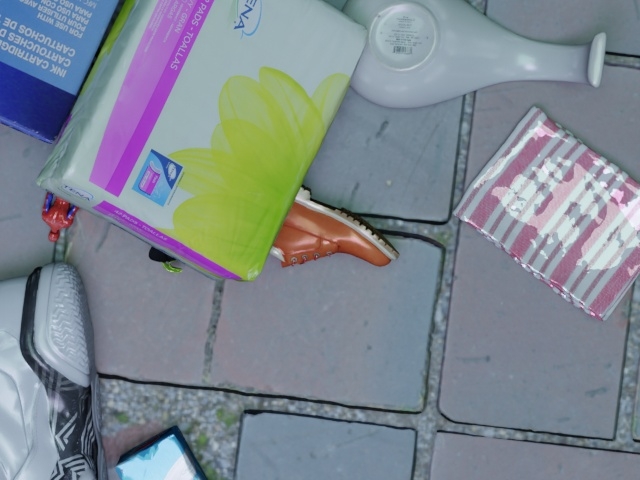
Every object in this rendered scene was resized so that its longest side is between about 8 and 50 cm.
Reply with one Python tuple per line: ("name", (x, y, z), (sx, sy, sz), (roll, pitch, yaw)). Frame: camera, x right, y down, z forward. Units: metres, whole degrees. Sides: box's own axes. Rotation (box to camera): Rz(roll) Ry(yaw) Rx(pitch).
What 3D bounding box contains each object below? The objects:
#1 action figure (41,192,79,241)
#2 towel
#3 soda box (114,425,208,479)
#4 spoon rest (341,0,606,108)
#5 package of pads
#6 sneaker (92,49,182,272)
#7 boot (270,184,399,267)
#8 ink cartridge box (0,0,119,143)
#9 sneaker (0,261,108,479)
("action figure", (-0.258, -0.053, 1.729), (0.038, 0.030, 0.115), (18, 96, 3))
("towel", (0.255, -0.027, 1.751), (0.197, 0.029, 0.144), (36, 89, -3))
("soda box", (-0.126, 0.297, 1.725), (0.071, 0.067, 0.210), (-30, 93, -1))
("spoon rest", (0.150, -0.193, 1.728), (0.276, 0.084, 0.137), (9, 90, 11))
("package of pads", (-0.104, -0.130, 1.634), (0.229, 0.101, 0.296), (30, 75, -24))
("sneaker", (-0.185, -0.077, 1.703), (0.097, 0.084, 0.234), (-29, 93, 0))
("boot", (0.000, 0.000, 1.730), (0.158, 0.059, 0.084), (27, 93, 5))
("ink cartridge box", (-0.331, -0.271, 1.621), (0.270, 0.151, 0.395), (24, 92, -25))
("sneaker", (-0.323, 0.211, 1.684), (0.210, 0.137, 0.365), (-6, 87, -2))
